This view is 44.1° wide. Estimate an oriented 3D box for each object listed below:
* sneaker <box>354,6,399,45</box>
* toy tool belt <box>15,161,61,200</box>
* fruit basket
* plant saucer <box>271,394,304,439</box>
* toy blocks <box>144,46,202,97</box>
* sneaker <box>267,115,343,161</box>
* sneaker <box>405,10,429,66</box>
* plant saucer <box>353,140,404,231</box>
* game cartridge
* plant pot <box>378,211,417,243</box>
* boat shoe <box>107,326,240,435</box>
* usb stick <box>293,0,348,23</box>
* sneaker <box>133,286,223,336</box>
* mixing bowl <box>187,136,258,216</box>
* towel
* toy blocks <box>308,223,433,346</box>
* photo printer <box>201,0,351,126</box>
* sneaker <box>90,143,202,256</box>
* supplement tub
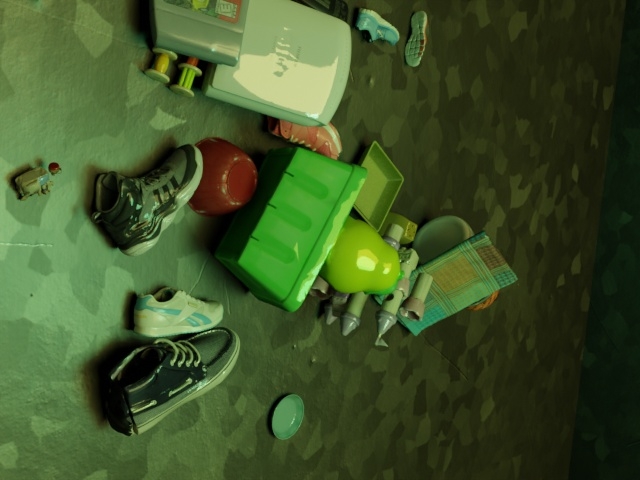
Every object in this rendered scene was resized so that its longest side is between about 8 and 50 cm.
[{"bbox_3d":[0.143,-0.552,2.085,0.162,0.063,0.073,21,100,-45],"label":"sneaker"},{"bbox_3d":[-0.511,-0.105,1.434,0.083,0.052,0.051,-36,155,-35],"label":"toy tool belt"},{"bbox_3d":[0.000,0.000,1.809,0.392,0.283,0.391,-3,96,-26],"label":"fruit basket"},{"bbox_3d":[-0.091,0.457,2.060,0.119,0.021,0.119,-15,110,-47],"label":"plant saucer"},{"bbox_3d":[-0.286,-0.385,1.618,0.123,0.054,0.148,27,78,-48],"label":"toy blocks"},{"bbox_3d":[-0.062,-0.274,1.881,0.136,0.116,0.313,-45,123,-20],"label":"sneaker"},{"bbox_3d":[0.285,-0.566,2.235,0.065,0.061,0.157,10,92,-56],"label":"sneaker"},{"bbox_3d":[0.136,-0.147,2.166,0.188,0.045,0.188,46,64,-44],"label":"plant saucer"},{"bbox_3d":[-0.236,-0.511,1.569,0.196,0.060,0.294,10,84,-19],"label":"game cartridge"},{"bbox_3d":[0.228,-0.032,2.269,0.081,0.083,0.081,24,81,-49],"label":"plant pot"},{"bbox_3d":[-0.299,0.258,1.663,0.340,0.127,0.158,-39,150,-37],"label":"boat shoe"},{"bbox_3d":[-0.028,-0.586,1.878,0.278,0.045,0.077,17,79,-49],"label":"usb stick"},{"bbox_3d":[-0.297,0.147,1.703,0.229,0.087,0.092,-5,100,-50],"label":"sneaker"},{"bbox_3d":[-0.204,-0.133,1.737,0.181,0.098,0.181,-16,111,-46],"label":"mixing bowl"},{"bbox_3d":[0.368,0.135,2.312,0.271,0.370,0.040,44,21,-44],"label":"towel"},{"bbox_3d":[0.082,0.116,1.969,0.260,0.289,0.309,-64,143,-25],"label":"toy blocks"},{"bbox_3d":[-0.082,-0.394,1.720,0.308,0.107,0.256,15,87,-22],"label":"photo printer"},{"bbox_3d":[-0.346,-0.111,1.572,0.268,0.101,0.153,-60,139,-18],"label":"sneaker"},{"bbox_3d":[0.428,0.079,2.443,0.316,0.194,0.193,47,63,-44],"label":"supplement tub"}]
